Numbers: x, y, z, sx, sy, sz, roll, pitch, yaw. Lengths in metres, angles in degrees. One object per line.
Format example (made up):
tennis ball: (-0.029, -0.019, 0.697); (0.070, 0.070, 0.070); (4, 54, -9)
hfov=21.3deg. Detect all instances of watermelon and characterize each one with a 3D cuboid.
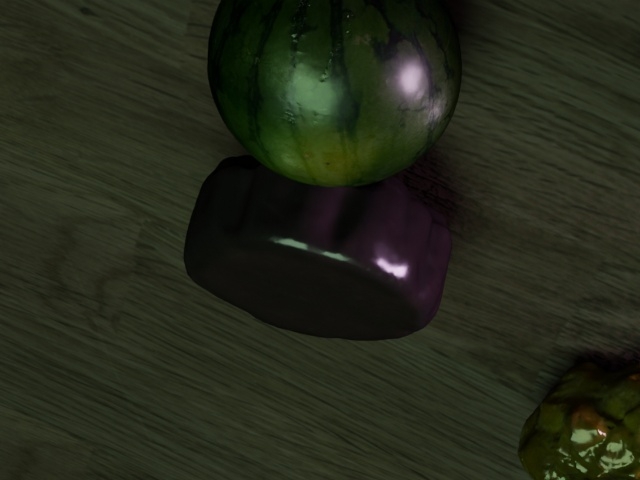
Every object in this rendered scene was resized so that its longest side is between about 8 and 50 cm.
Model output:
watermelon: (0.013, -0.168, 1.594); (0.242, 0.242, 0.242); (15, 136, 15)

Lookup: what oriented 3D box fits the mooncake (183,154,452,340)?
mooncake: (0.000, 0.000, 1.785); (0.283, 0.141, 0.283); (12, 161, 4)

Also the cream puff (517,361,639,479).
cream puff: (0.344, 0.267, 1.886); (0.282, 0.185, 0.282); (17, 136, 17)
